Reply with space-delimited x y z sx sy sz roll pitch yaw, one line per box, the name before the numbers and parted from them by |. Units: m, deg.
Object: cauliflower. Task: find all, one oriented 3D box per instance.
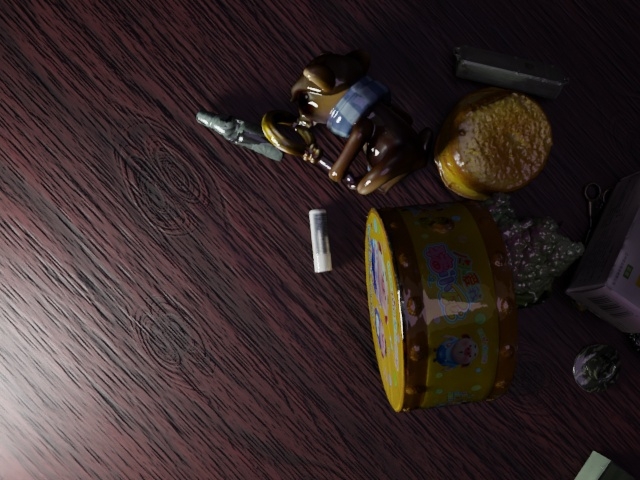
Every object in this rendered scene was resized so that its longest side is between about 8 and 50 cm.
cauliflower | 0.444 0.015 1.656 0.239 0.315 0.256 27 130 20

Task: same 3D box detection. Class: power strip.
power strip | 0.423 -0.382 1.713 0.272 0.052 0.078 11 45 -4

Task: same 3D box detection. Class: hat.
hat | 0.642 0.295 1.735 0.121 0.050 0.121 0 92 -3

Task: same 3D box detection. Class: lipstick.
lipstick | 0.000 0.000 1.696 0.040 0.040 0.141 -5 89 -4

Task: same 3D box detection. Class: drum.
drum | 0.226 0.129 1.528 0.214 0.431 0.431 -7 90 -5

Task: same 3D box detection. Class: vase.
vase | -0.175 -0.238 1.676 0.211 0.060 0.059 21 88 -3

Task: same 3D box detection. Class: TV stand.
TV stand | 0.587 0.616 1.707 0.083 0.088 0.269 38 87 -4

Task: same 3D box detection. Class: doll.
doll | 0.073 -0.243 1.644 0.339 0.209 0.318 49 54 -4

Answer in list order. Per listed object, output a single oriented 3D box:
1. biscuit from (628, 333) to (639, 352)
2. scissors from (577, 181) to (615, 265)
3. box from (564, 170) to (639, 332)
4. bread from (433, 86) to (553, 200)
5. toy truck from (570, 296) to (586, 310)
biscuit | 0.797 0.193 1.747 0.195 0.053 0.194 0 89 -4
scissors | 0.630 -0.025 1.757 0.088 0.017 0.220 16 89 -6
box | 0.700 0.018 1.658 0.173 0.145 0.332 34 72 -10
bread | 0.386 -0.210 1.678 0.269 0.146 0.268 0 93 -6
toy truck | 0.629 0.118 1.730 0.123 0.063 0.052 -25 90 -4
